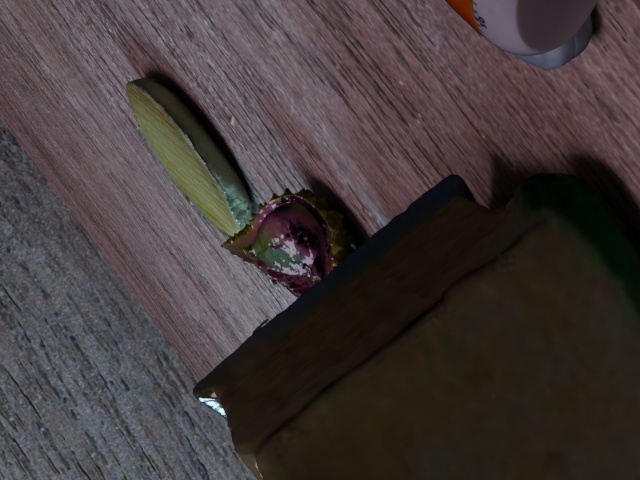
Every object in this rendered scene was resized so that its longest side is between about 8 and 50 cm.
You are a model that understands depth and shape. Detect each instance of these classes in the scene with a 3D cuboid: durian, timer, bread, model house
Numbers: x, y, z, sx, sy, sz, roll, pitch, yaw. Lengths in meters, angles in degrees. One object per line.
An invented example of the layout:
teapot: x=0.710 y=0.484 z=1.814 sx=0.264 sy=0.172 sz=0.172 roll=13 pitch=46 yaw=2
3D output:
durian: x=0.000 y=-0.003 z=1.937 sx=0.186 sy=0.119 sz=0.108 roll=30 pitch=117 yaw=33
timer: x=0.108 y=-0.183 z=1.053 sx=0.136 sy=0.099 sz=0.136 roll=37 pitch=144 yaw=33
bread: x=-0.169 y=-0.110 z=2.289 sx=0.267 sy=0.040 sz=0.267 roll=50 pitch=167 yaw=16
model house: x=0.142 y=0.162 z=1.433 sx=0.382 sy=0.334 sz=0.342 roll=51 pitch=178 yaw=-13

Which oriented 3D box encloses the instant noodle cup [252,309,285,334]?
instant noodle cup: x=0.064 y=0.143 z=1.752 sx=0.200 sy=0.264 sz=0.264 roll=65 pitch=165 yaw=-8

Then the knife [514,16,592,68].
knife: x=0.083 y=-0.201 z=1.240 sx=0.331 sy=0.044 sz=0.080 roll=40 pitch=164 yaw=53
